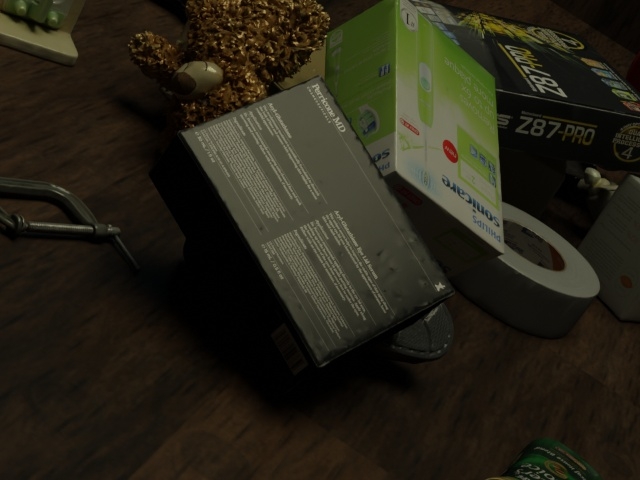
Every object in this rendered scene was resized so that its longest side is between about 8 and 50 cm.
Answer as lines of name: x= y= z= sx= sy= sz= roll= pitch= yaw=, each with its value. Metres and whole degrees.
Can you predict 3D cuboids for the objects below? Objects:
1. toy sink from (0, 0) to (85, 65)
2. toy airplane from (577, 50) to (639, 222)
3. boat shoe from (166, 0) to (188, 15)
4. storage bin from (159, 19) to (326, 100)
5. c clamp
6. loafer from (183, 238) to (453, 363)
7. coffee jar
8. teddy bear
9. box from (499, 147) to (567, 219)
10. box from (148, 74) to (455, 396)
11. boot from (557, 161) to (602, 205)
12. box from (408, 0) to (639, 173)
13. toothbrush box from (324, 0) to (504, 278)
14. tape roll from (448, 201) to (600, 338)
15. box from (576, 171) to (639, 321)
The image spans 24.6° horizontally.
toy sink: x=-0.373 y=-0.348 z=1.848 sx=0.152 sy=0.131 sz=0.234 roll=15 pitch=28 yaw=-31
toy airplane: x=0.561 y=-0.125 z=2.348 sx=0.272 sy=0.385 sz=0.386 roll=10 pitch=-1 yaw=35
boat shoe: x=-0.139 y=-0.360 z=2.159 sx=0.340 sy=0.127 sz=0.158 roll=26 pitch=16 yaw=-13
storage bin: x=-0.035 y=-0.177 z=1.929 sx=0.262 sy=0.123 sz=0.260 roll=0 pitch=37 yaw=-49
c clamp: x=-0.269 y=-0.024 z=1.458 sx=0.160 sy=0.022 sz=0.137 roll=8 pitch=32 yaw=-43
loafer: x=-0.004 y=0.049 z=1.549 sx=0.302 sy=0.095 sz=0.109 roll=26 pitch=61 yaw=-17
coffee jar: x=0.198 y=0.255 z=1.390 sx=0.096 sy=0.079 sz=0.184 roll=38 pitch=24 yaw=17
teddy bear: x=-0.106 y=-0.246 z=1.758 sx=0.245 sy=0.113 sz=0.338 roll=22 pitch=62 yaw=24
box: x=0.235 y=-0.145 z=2.229 sx=0.275 sy=0.094 sz=0.113 roll=31 pitch=23 yaw=-1
box: x=-0.019 y=-0.008 z=1.443 sx=0.184 sy=0.103 sz=0.261 roll=-26 pitch=80 yaw=-31
boot: x=0.441 y=-0.127 z=2.482 sx=0.262 sy=0.091 sz=0.229 roll=15 pitch=33 yaw=-25
box: x=0.293 y=-0.236 z=2.174 sx=0.318 sy=0.097 sz=0.395 roll=8 pitch=25 yaw=-14
toothbrush box: x=0.111 y=-0.121 z=1.768 sx=0.206 sy=0.122 sz=0.283 roll=35 pitch=44 yaw=-36
tape roll: x=0.255 y=0.032 z=1.922 sx=0.219 sy=0.072 sz=0.219 roll=25 pitch=24 yaw=-12
box: x=0.457 y=0.011 z=2.083 sx=0.091 sy=0.170 sz=0.130 roll=6 pitch=33 yaw=-43
